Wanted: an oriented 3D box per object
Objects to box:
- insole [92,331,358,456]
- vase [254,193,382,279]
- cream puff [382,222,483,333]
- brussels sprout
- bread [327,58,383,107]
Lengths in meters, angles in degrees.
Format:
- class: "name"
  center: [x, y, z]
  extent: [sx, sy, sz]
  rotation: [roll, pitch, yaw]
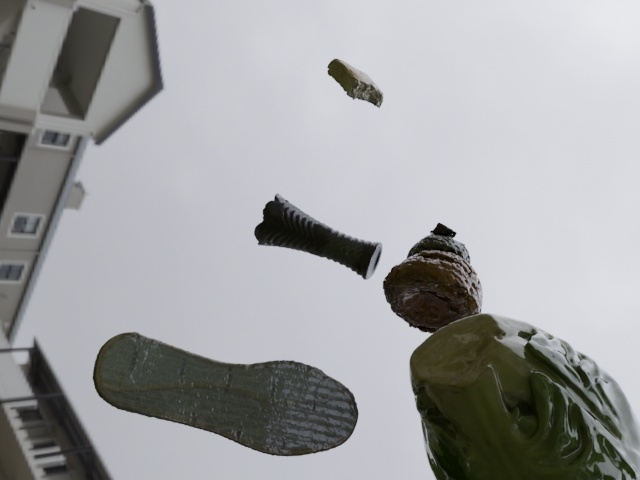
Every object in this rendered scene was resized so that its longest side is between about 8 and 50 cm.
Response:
- class: "insole"
  center: [-0.098, 0.185, 0.865]
  extent: [0.009, 0.348, 0.119]
  rotation: [-28, -132, 53]
- class: "vase"
  center: [0.000, 0.000, 1.421]
  extent: [0.237, 0.115, 0.116]
  rotation: [21, -75, 16]
- class: "cream puff"
  center: [0.216, 0.058, 1.329]
  extent: [0.183, 0.183, 0.169]
  rotation: [-26, -147, 44]
- class: "brussels sprout"
  center: [0.276, 0.267, 1.003]
  extent: [0.281, 0.289, 0.355]
  rotation: [-28, -72, 39]
- class: "bread"
  center: [0.052, -0.228, 1.054]
  extent: [0.035, 0.083, 0.070]
  rotation: [-52, -122, 22]
